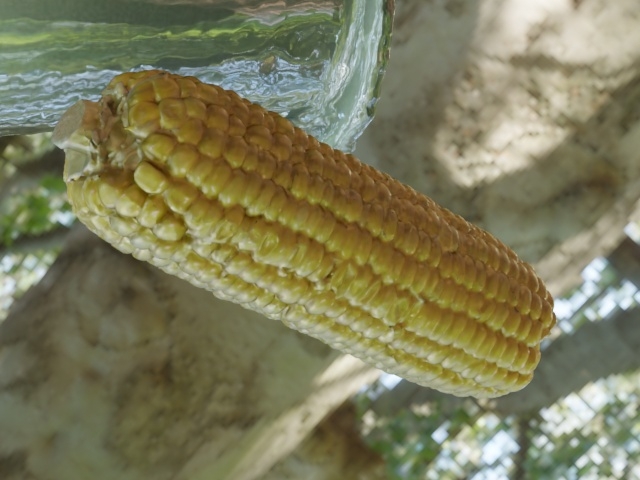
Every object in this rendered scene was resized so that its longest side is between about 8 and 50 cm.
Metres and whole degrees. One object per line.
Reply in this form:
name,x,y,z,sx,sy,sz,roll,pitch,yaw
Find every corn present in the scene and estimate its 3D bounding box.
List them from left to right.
corn,0.000,0.000,0.671,0.238,0.080,0.080,24,-150,-27

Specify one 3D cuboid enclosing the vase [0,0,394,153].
vase,-0.135,-0.145,0.917,0.291,0.245,0.245,-9,-132,-21
